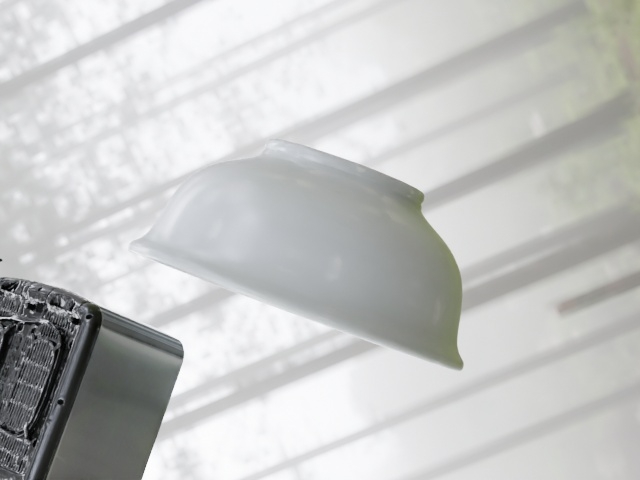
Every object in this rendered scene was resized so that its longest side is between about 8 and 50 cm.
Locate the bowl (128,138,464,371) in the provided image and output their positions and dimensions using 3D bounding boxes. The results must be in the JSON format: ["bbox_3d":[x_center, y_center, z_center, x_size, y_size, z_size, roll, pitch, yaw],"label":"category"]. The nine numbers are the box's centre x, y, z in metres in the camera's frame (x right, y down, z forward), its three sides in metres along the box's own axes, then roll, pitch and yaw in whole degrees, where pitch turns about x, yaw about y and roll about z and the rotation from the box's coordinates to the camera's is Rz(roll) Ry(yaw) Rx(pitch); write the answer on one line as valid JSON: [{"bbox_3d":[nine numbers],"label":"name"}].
[{"bbox_3d":[0.000,0.000,1.470,0.134,0.298,0.298,-70,-21,-1],"label":"bowl"}]

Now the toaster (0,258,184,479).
[{"bbox_3d":[-0.215,0.118,1.410,0.110,0.168,0.185,24,-98,-42],"label":"toaster"}]
